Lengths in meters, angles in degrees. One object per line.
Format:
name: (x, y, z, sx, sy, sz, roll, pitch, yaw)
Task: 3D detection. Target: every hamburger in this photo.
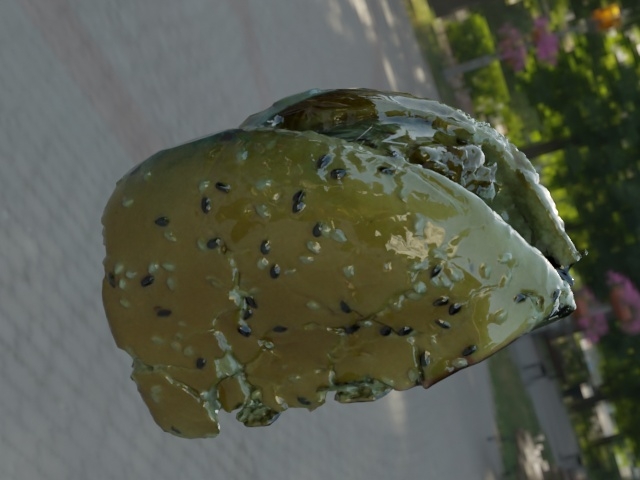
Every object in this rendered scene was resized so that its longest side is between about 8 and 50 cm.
hamburger: (0.000, 0.000, 0.809, 0.167, 0.288, 0.192, -73, 143, -60)
